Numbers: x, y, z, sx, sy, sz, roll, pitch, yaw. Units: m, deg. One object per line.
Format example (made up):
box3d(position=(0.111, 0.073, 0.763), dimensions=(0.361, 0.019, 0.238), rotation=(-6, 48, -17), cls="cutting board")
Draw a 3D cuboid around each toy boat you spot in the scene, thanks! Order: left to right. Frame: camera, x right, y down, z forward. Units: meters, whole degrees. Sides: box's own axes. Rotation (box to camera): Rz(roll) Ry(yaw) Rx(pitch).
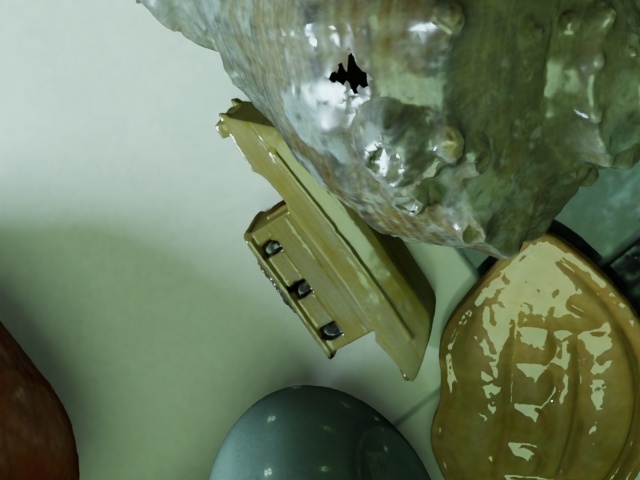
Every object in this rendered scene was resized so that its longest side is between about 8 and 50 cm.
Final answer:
box3d(position=(0.000, 0.000, 1.041), dimensions=(0.077, 0.057, 0.200), rotation=(-29, 103, 20), cls="toy boat")

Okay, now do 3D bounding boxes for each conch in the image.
box3d(position=(0.045, -0.155, 0.916), dimensions=(0.352, 0.210, 0.297), rotation=(18, 94, -2), cls="conch")

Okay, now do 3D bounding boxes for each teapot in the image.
box3d(position=(-0.053, 0.205, 1.060), dimensions=(0.251, 0.183, 0.183), rotation=(-26, 104, 23), cls="teapot")

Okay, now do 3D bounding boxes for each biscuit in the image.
box3d(position=(0.141, 0.100, 1.072), dimensions=(0.142, 0.029, 0.221), rotation=(8, 108, 3), cls="biscuit")

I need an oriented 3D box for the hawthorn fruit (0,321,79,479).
box3d(position=(-0.266, 0.113, 1.036), dimensions=(0.224, 0.224, 0.261), rotation=(-14, 83, 10), cls="hawthorn fruit")
